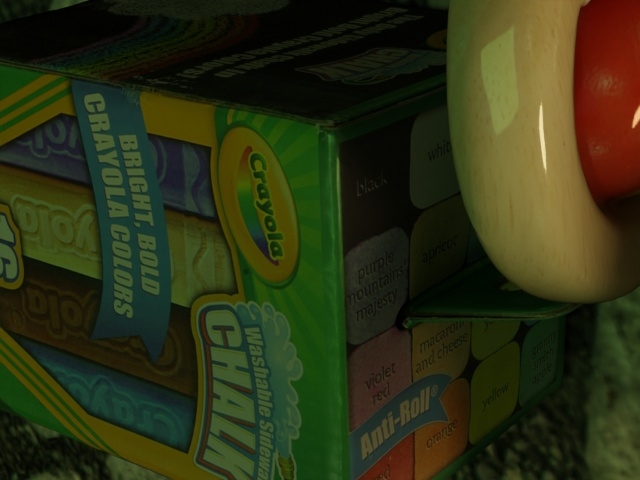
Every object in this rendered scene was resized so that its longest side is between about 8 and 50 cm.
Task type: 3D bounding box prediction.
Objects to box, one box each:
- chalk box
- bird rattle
[{"bbox_3d":[0.000,0.000,0.636,0.289,0.180,0.179,16,118,36],"label":"chalk box"},{"bbox_3d":[0.093,-0.082,0.464,0.143,0.253,0.207,3,93,23],"label":"bird rattle"}]
